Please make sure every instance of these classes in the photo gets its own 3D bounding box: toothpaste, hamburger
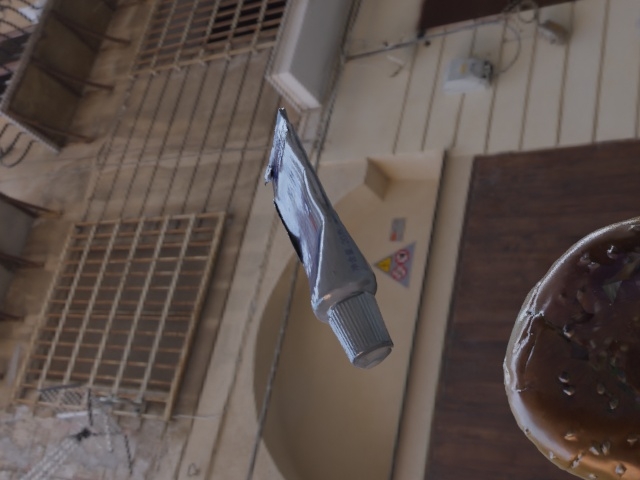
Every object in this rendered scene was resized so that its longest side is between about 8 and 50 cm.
[{"bbox_3d":[-0.001,0.001,0.774,0.068,0.099,0.282,14,-139,-42],"label":"toothpaste"},{"bbox_3d":[0.299,0.097,0.655,0.243,0.286,0.146,63,-174,28],"label":"hamburger"}]
